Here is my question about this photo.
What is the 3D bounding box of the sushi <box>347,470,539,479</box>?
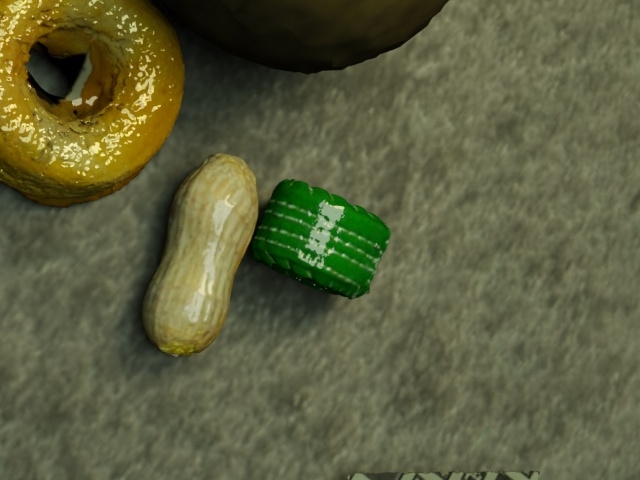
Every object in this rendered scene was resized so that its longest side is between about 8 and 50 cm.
[{"bbox_3d":[0.120,0.348,1.767,0.231,0.047,0.220,3,80,-26],"label":"sushi"}]

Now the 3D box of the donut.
[{"bbox_3d":[-0.244,-0.156,1.626,0.253,0.118,0.254,-2,93,-36],"label":"donut"}]

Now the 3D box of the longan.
[{"bbox_3d":[-0.025,-0.348,1.591,0.391,0.391,0.391,2,86,-22],"label":"longan"}]

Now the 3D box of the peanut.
[{"bbox_3d":[-0.116,0.013,1.672,0.087,0.087,0.207,21,79,-19],"label":"peanut"}]

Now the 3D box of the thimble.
[{"bbox_3d":[0.000,0.000,1.704,0.130,0.118,0.090,24,83,-15],"label":"thimble"}]
